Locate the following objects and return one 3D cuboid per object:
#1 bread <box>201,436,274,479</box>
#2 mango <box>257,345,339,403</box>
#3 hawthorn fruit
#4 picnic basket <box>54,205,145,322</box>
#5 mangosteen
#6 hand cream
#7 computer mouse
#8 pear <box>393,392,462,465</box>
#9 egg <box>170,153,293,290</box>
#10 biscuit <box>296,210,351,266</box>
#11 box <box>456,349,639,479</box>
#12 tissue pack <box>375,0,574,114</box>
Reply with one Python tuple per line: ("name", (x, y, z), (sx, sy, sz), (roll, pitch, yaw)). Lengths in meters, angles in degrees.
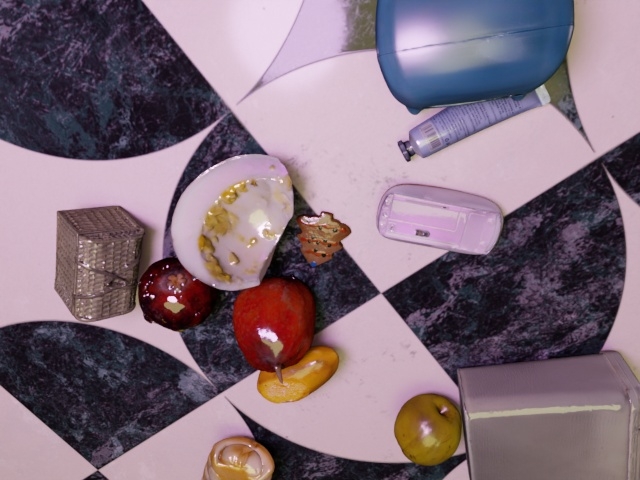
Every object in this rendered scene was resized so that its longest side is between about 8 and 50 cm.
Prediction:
("bread", (-0.230, 0.647, 1.241), (0.172, 0.121, 0.311), (20, 113, 2))
("mango", (-0.047, 0.293, 1.069), (0.217, 0.102, 0.141), (-32, 130, 30))
("hawthorn fruit", (-0.097, 0.189, 0.989), (0.189, 0.251, 0.190), (-2, 138, -2))
("picnic basket", (-0.457, 0.048, 0.983), (0.154, 0.134, 0.196), (36, 120, 37))
("mangosteen", (-0.309, 0.125, 1.025), (0.166, 0.166, 0.180), (15, 138, 0))
("hand cream", (0.271, -0.225, 0.862), (0.271, 0.058, 0.091), (-28, 95, 13))
("computer mouse", (0.233, -0.040, 0.938), (0.245, 0.056, 0.126), (9, 114, 2))
("pear", (0.242, 0.434, 1.083), (0.148, 0.149, 0.162), (31, 115, -6))
("egg", (-0.163, -0.028, 0.938), (0.206, 0.162, 0.271), (23, 77, 22))
("biscuit", (0.000, 0.000, 1.002), (0.119, 0.019, 0.130), (13, 114, 1))
("box", (0.496, 0.437, 1.043), (0.343, 0.177, 0.352), (-8, 112, 11))
("tissue pack", (0.233, -0.312, 0.748), (0.287, 0.198, 0.206), (-7, 106, 8))
